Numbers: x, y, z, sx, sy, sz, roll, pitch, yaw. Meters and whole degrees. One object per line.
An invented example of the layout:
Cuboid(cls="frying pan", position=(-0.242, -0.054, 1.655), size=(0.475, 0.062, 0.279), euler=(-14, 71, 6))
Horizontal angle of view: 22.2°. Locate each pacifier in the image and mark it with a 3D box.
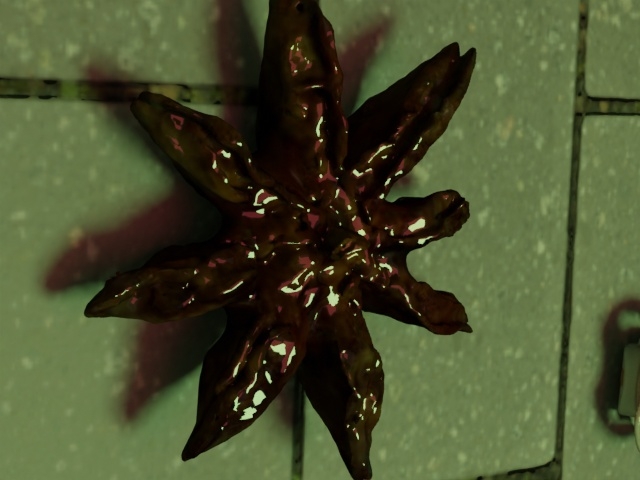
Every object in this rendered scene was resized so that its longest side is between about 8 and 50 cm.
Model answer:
Cuboid(cls="pacifier", position=(0.245, 0.099, 1.112), size=(0.081, 0.078, 0.099), euler=(-2, 97, -59))

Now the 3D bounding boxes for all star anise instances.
Cuboid(cls="star anise", position=(0.001, 0.000, 0.904), size=(0.288, 0.088, 0.288), euler=(-6, 100, -39))
